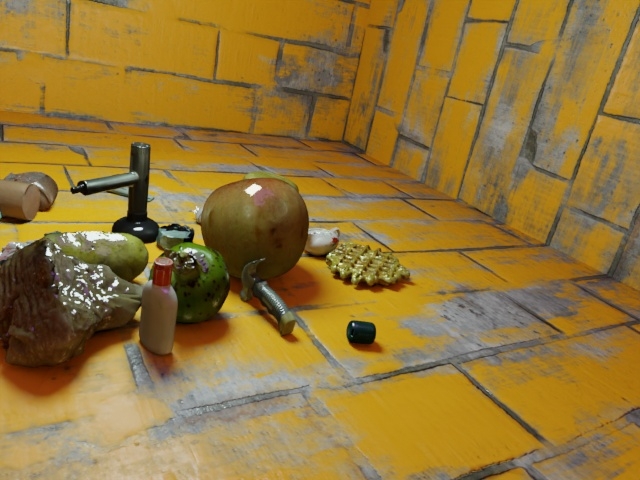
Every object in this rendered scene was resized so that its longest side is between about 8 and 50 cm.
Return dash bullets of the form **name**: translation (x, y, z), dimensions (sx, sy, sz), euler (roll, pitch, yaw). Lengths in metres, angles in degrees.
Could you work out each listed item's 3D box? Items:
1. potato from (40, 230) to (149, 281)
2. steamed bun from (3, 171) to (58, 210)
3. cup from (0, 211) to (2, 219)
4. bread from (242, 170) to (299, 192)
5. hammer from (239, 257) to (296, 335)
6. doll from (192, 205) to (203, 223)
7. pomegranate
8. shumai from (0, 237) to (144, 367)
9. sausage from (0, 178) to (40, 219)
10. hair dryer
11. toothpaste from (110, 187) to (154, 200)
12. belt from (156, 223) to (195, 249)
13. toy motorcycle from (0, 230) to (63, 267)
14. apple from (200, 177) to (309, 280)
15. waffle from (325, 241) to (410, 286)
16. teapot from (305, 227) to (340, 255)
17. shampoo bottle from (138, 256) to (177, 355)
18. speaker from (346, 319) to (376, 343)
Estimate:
- **potato**: translation (-0.586, 0.069, 1.367), dimensions (0.271, 0.160, 0.111), euler (1, 38, -30)
- **steamed bun**: translation (-1.002, -0.182, 1.803), dimensions (0.174, 0.107, 0.145), euler (9, 30, -16)
- **cup**: translation (-1.050, -0.076, 1.487), dimensions (0.148, 0.134, 0.235), euler (-9, 5, 29)
- **bread**: translation (-0.218, -0.201, 2.257), dimensions (0.269, 0.148, 0.270), euler (15, 20, -5)
- **hammer**: translation (-0.144, 0.155, 1.416), dimensions (0.041, 0.159, 0.226), euler (-14, 45, -37)
- **doll**: translation (-0.428, -0.089, 1.974), dimensions (0.127, 0.073, 0.084), euler (32, -5, 34)
- **pomegranate**: translation (-0.329, 0.096, 1.311), dimensions (0.210, 0.263, 0.211), euler (5, 61, -8)
- **shumai**: translation (-0.571, 0.154, 1.200), dimensions (0.346, 0.217, 0.283), euler (41, 2, 34)
- **sausage**: translation (-1.050, -0.140, 1.671), dimensions (0.252, 0.123, 0.123), euler (8, 21, -8)
- **hair dryer**: translation (-0.656, -0.133, 1.654), dimensions (0.284, 0.321, 0.155), euler (-22, 38, -39)
- **toothpaste**: translation (-0.795, -0.201, 2.094), dimensions (0.255, 0.037, 0.067), euler (16, 21, 0)
- **belt**: translation (-0.482, -0.010, 1.742), dimensions (0.105, 0.058, 0.140), euler (29, 22, 24)
- **toy motorcycle**: translation (-0.779, 0.036, 1.406), dimensions (0.150, 0.102, 0.221), euler (9, 17, 29)
- **apple**: translation (-0.190, -0.030, 1.615), dimensions (0.338, 0.305, 0.338), euler (-8, -2, 0)
- **waffle**: translation (0.151, 0.082, 1.857), dimensions (0.311, 0.060, 0.307), euler (-2, 24, -37)
- **teapot**: translation (0.000, 0.000, 1.926), dimensions (0.145, 0.093, 0.226), euler (21, 22, 32)
- **shampoo bottle**: translation (-0.363, 0.145, 1.175), dimensions (0.108, 0.221, 0.051), euler (27, 26, 34)
- **speaker**: translation (0.107, 0.240, 1.419), dimensions (0.075, 0.060, 0.094), euler (9, 21, -12)
